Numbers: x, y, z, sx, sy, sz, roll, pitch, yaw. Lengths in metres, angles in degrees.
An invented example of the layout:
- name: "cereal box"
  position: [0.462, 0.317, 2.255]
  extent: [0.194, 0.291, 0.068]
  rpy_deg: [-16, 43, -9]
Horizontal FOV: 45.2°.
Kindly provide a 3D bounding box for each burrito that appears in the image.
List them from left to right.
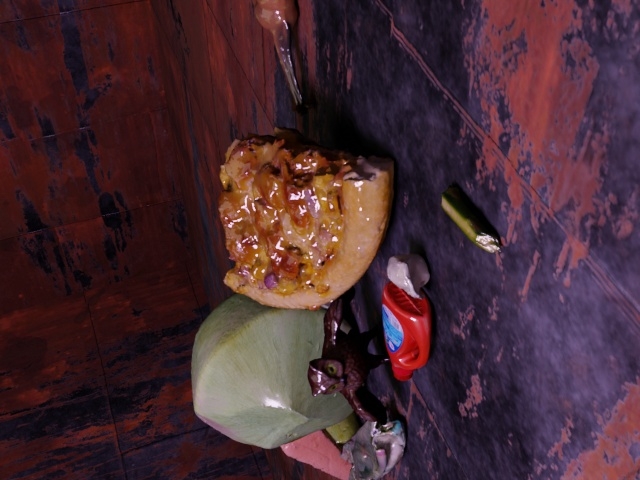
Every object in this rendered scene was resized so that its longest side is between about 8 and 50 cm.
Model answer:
- name: "burrito"
  position: [0.091, 0.364, 1.323]
  extent: [0.309, 0.066, 0.096]
  rpy_deg: [108, 146, -60]

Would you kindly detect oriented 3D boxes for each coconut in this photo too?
- name: "coconut"
  position: [-0.079, 0.224, 1.353]
  extent: [0.328, 0.328, 0.281]
  rpy_deg: [-137, 50, -63]

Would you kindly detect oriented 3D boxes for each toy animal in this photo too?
- name: "toy animal"
  position: [-0.066, -0.333, 1.193]
  extent: [0.230, 0.066, 0.224]
  rpy_deg: [62, 161, 24]
- name: "toy animal"
  position: [0.034, 0.184, 1.137]
  extent: [0.116, 0.179, 0.219]
  rpy_deg: [-14, 90, 49]

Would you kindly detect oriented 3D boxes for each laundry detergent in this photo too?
- name: "laundry detergent"
  position: [0.117, 0.134, 1.035]
  extent: [0.097, 0.049, 0.165]
  rpy_deg: [-126, 22, -44]

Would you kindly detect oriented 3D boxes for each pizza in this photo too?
- name: "pizza"
  position: [-0.042, -0.035, 1.099]
  extent: [0.408, 0.114, 0.278]
  rpy_deg: [-26, 91, 47]

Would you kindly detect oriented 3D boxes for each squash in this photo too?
- name: "squash"
  position: [0.019, 0.312, 1.515]
  extent: [0.075, 0.090, 0.200]
  rpy_deg: [-45, 52, 35]

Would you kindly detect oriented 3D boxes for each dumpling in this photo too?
- name: "dumpling"
  position: [0.108, 0.046, 0.957]
  extent: [0.076, 0.052, 0.057]
  rpy_deg: [169, 97, -65]

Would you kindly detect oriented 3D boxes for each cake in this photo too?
- name: "cake"
  position: [-0.001, 0.416, 1.528]
  extent: [0.225, 0.090, 0.109]
  rpy_deg: [49, 178, -24]

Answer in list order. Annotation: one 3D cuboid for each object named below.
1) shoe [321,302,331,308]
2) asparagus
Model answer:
- name: "shoe"
  position: [0.000, 0.000, 1.229]
  extent: [0.098, 0.103, 0.275]
  rpy_deg: [-123, 17, -50]
- name: "asparagus"
  position: [0.152, -0.022, 0.791]
  extent: [0.108, 0.021, 0.025]
  rpy_deg: [-121, 22, -45]
